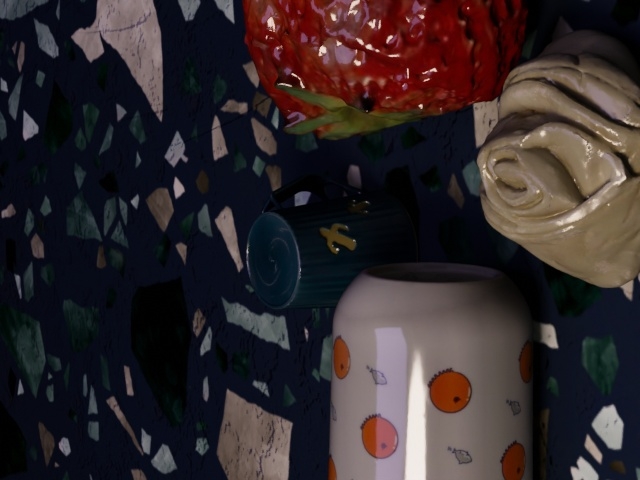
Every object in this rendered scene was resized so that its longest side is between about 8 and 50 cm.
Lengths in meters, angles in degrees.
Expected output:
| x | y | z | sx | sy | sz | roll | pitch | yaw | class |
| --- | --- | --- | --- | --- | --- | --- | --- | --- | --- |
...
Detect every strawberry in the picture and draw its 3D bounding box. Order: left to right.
| x | y | z | sx | sy | sz | roll | pitch | yaw | class |
| --- | --- | --- | --- | --- | --- | --- | --- | --- | --- |
| 0.059 | -0.261 | 1.791 | 0.292 | 0.291 | 0.310 | -3 | 100 | 55 | strawberry |

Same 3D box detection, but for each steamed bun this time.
| x | y | z | sx | sy | sz | roll | pitch | yaw | class |
| --- | --- | --- | --- | --- | --- | --- | --- | --- | --- |
| 0.222 | -0.077 | 1.696 | 0.211 | 0.144 | 0.218 | 52 | 134 | 38 | steamed bun |

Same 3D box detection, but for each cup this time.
| x | y | z | sx | sy | sz | roll | pitch | yaw | class |
| --- | --- | --- | --- | --- | --- | --- | --- | --- | --- |
| 0.000 | 0.000 | 2.017 | 0.176 | 0.155 | 0.131 | 58 | 137 | 30 | cup |
| 0.111 | 0.188 | 1.837 | 0.212 | 0.212 | 0.317 | 11 | 104 | 54 | cup |
